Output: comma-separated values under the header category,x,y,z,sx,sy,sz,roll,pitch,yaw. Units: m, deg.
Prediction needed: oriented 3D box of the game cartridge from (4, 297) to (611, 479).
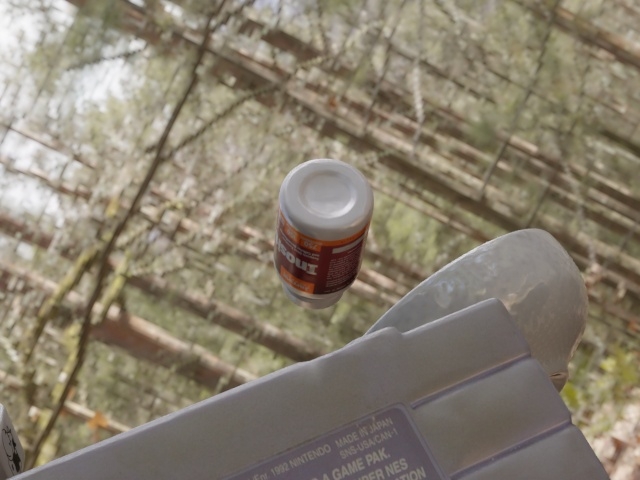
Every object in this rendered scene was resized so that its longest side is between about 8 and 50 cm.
category,x,y,z,sx,sy,sz,roll,pitch,yaw
game cartridge,-0.025,0.177,0.510,0.230,0.355,0.068,60,157,27

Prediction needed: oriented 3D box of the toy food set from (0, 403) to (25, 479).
category,x,y,z,sx,sy,sz,roll,pitch,yaw
toy food set,-0.235,0.091,0.709,0.104,0.111,0.232,-97,-5,-56

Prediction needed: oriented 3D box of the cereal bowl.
category,x,y,z,sx,sy,sz,roll,pitch,yaw
cereal bowl,0.181,0.150,1.418,0.339,0.141,0.339,-30,-26,-16

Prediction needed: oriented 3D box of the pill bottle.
category,x,y,z,sx,sy,sz,roll,pitch,yaw
pill bottle,0.000,0.000,1.138,0.152,0.086,0.086,98,-170,-56
